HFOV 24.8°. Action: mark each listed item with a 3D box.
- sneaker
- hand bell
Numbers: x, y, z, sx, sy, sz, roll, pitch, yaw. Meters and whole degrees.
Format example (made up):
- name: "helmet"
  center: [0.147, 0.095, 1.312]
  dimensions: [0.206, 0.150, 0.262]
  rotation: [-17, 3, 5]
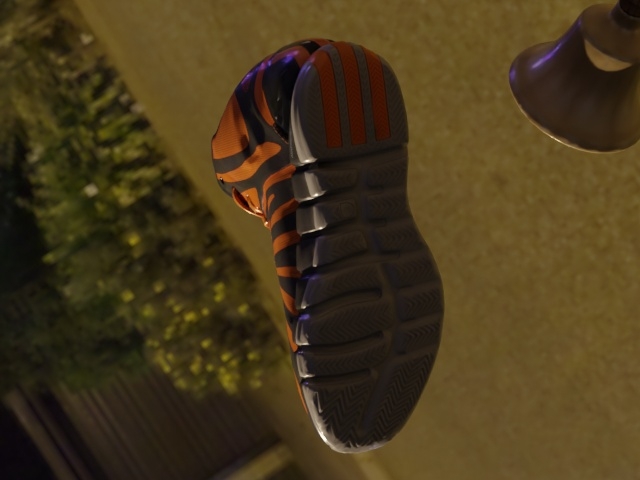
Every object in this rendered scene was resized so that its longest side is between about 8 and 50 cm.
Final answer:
- name: "sneaker"
  center: [0.000, 0.000, 1.165]
  dimensions: [0.180, 0.125, 0.321]
  rotation: [12, 106, 62]
- name: "hand bell"
  center: [0.253, -0.195, 1.149]
  dimensions: [0.126, 0.126, 0.242]
  rotation: [52, 142, 23]
